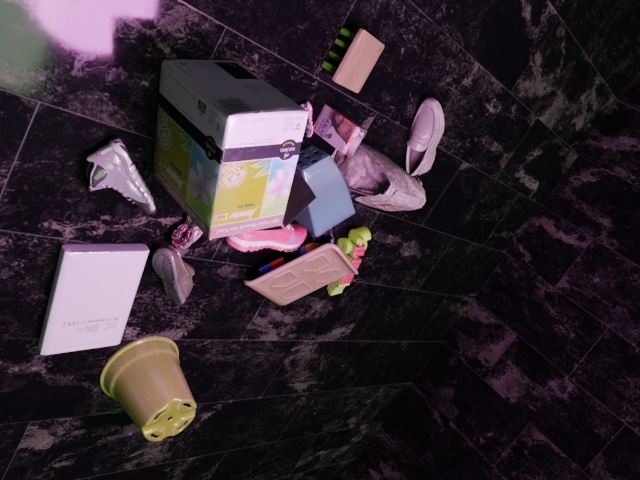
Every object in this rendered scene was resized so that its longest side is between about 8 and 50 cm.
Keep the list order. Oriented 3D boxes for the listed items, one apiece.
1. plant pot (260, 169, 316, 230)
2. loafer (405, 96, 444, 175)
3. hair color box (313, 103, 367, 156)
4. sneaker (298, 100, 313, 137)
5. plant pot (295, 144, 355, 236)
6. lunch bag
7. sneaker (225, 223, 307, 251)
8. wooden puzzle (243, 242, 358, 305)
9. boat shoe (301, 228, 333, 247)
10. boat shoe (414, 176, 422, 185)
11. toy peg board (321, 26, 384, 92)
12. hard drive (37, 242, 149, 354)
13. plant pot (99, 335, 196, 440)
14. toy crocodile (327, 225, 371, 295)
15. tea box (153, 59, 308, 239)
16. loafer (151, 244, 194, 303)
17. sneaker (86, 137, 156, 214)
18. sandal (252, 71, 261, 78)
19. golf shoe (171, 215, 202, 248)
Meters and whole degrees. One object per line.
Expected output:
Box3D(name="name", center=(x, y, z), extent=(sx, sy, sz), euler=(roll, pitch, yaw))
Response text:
Box3D(name="plant pot", center=(-0.157, -0.146, 1.617), extent=(0.187, 0.188, 0.167), euler=(-47, 125, -41))
Box3D(name="loafer", center=(0.373, -0.367, 2.021), extent=(0.111, 0.112, 0.319), euler=(-35, 143, -29))
Box3D(name="hair color box", center=(0.054, -0.336, 1.689), extent=(0.053, 0.167, 0.093), euler=(11, 115, -49))
Box3D(name="sneaker", center=(-0.053, -0.363, 1.671), extent=(0.057, 0.047, 0.119), euler=(-15, 133, -12))
Box3D(name="plant pot", center=(-0.017, -0.173, 1.783), extent=(0.165, 0.166, 0.234), euler=(-32, 134, -19))
Box3D(name="lunch bag", center=(0.192, -0.198, 1.855), extent=(0.235, 0.287, 0.169), euler=(13, 114, -50))
Box3D(name="sneaker", center=(-0.154, -0.042, 1.805), extent=(0.314, 0.116, 0.136), euler=(-5, 123, -43))
Box3D(name="wooden puzzle", center=(-0.065, 0.111, 1.971), extent=(0.348, 0.080, 0.322), euler=(-22, 156, 9))
Box3D(name="boat shoe", center=(0.000, 0.000, 2.003), extent=(0.108, 0.102, 0.301), euler=(-27, 139, -25))
Box3D(name="boat shoe", center=(0.343, -0.196, 2.205), extent=(0.152, 0.056, 0.049), euler=(-49, 140, -12))
Box3D(name="toy peg board", center=(0.090, -0.539, 1.630), extent=(0.161, 0.079, 0.161), euler=(-59, 157, 17))
Box3D(name="hard drive", center=(-0.645, 0.165, 1.571), extent=(0.233, 0.047, 0.353), euler=(0, 125, -44))
Box3D(name="plant pot", center=(-0.542, 0.500, 1.812), extent=(0.276, 0.254, 0.276), euler=(-26, 139, -25))
Box3D(name="toy crocodile", center=(0.110, 0.085, 2.189), extent=(0.115, 0.105, 0.340), euler=(-5, 128, -42))
Box3D(name="tea box", center=(-0.237, -0.232, 1.365), extent=(0.220, 0.329, 0.323), euler=(-14, 132, -37))
Box3D(name="loafer", center=(-0.441, 0.091, 1.684), extent=(0.087, 0.094, 0.251), euler=(-53, 161, -34))
Box3D(name="sneaker", center=(-0.516, -0.139, 1.398), extent=(0.132, 0.086, 0.228), euler=(-30, 130, -14))
Box3D(name="sandal", center=(-0.161, -0.387, 1.537), extent=(0.067, 0.040, 0.179), euler=(-41, 143, -8))
Box3D(name="golf shoe", center=(-0.366, -0.056, 1.638), extent=(0.186, 0.067, 0.086), euler=(-49, 175, -4))
